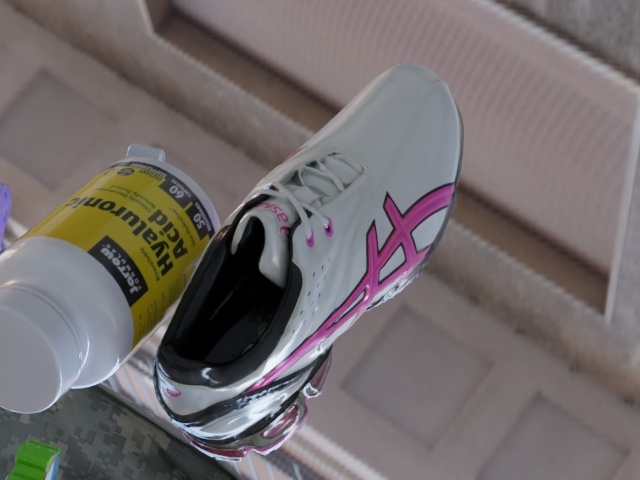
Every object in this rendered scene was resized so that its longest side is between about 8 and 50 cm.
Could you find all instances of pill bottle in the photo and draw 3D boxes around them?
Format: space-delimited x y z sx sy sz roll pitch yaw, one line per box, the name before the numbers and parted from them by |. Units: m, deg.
pill bottle | -0.092 0.018 0.699 0.065 0.065 0.116 22 -144 15

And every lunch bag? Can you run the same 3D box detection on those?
lunch bag | -0.172 0.176 1.182 0.287 0.235 0.169 20 -107 5

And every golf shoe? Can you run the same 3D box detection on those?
golf shoe | 0.000 0.000 0.707 0.067 0.086 0.186 26 -108 20

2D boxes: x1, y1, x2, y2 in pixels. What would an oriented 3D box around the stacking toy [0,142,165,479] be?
stacking toy | -0.184 0.032 0.881 0.167 0.052 0.221 14 -109 10
